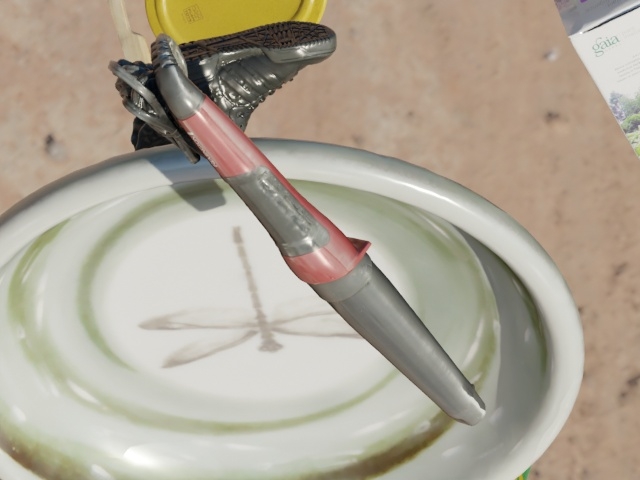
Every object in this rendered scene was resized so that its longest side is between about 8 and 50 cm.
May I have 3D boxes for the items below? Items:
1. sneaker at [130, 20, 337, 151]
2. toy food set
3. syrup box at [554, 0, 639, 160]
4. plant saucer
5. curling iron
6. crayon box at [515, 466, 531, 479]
[{"bbox_3d":[-0.068,-0.116,1.405,0.170,0.089,0.051,-11,32,-10],"label":"sneaker"},{"bbox_3d":[-0.085,-0.224,1.627,0.128,0.218,0.071,67,23,-11],"label":"toy food set"},{"bbox_3d":[0.283,-0.135,1.482,0.237,0.093,0.096,52,19,-37],"label":"syrup box"},{"bbox_3d":[-0.039,0.055,1.122,0.400,0.400,0.100,28,41,-29],"label":"plant saucer"},{"bbox_3d":[0.000,0.000,0.828,0.274,0.035,0.068,45,9,-29],"label":"curling iron"},{"bbox_3d":[0.063,0.170,1.420,0.202,0.081,0.318,48,26,-6],"label":"crayon box"}]
